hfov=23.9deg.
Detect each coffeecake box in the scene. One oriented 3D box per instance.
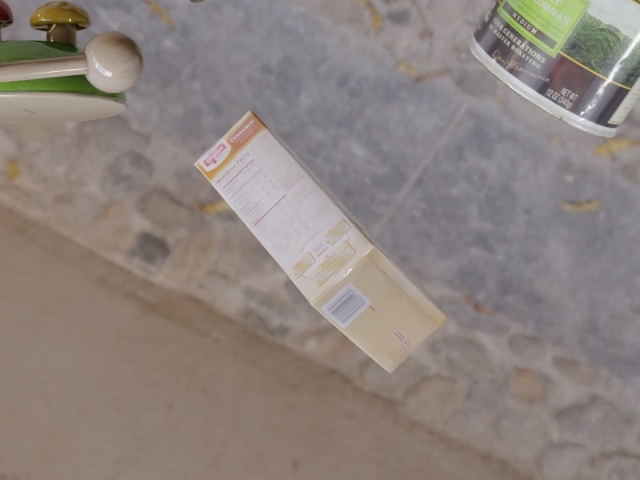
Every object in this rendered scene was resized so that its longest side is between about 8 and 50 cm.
[{"bbox_3d":[0.000,0.000,1.206,0.068,0.185,0.142,-43,142,3],"label":"coffeecake box"}]

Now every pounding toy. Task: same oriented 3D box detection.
[{"bbox_3d":[-0.260,-0.172,1.345,0.183,0.110,0.237,-1,177,-19],"label":"pounding toy"}]

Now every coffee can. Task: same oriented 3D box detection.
[{"bbox_3d":[0.318,-0.281,1.663,0.202,0.201,0.275,29,111,-7],"label":"coffee can"}]

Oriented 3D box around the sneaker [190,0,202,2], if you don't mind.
[{"bbox_3d":[-0.045,-0.251,1.306,0.228,0.087,0.130,1,177,-31],"label":"sneaker"}]
